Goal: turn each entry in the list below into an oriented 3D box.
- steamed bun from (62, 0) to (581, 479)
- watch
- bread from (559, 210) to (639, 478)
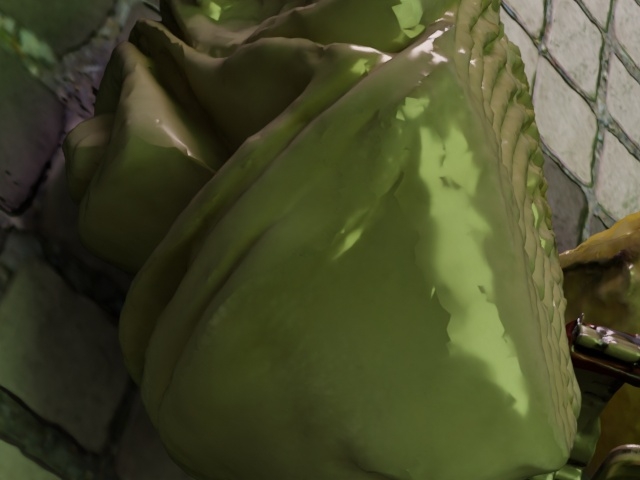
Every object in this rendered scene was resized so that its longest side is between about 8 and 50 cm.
[{"bbox_3d":[-0.001,-0.001,0.633,0.276,0.203,0.289,47,32,-63],"label":"steamed bun"},{"bbox_3d":[0.124,0.117,0.691,0.102,0.268,0.165,17,50,-1],"label":"watch"},{"bbox_3d":[0.225,0.061,0.885,0.197,0.197,0.171,-33,97,-51],"label":"bread"}]
